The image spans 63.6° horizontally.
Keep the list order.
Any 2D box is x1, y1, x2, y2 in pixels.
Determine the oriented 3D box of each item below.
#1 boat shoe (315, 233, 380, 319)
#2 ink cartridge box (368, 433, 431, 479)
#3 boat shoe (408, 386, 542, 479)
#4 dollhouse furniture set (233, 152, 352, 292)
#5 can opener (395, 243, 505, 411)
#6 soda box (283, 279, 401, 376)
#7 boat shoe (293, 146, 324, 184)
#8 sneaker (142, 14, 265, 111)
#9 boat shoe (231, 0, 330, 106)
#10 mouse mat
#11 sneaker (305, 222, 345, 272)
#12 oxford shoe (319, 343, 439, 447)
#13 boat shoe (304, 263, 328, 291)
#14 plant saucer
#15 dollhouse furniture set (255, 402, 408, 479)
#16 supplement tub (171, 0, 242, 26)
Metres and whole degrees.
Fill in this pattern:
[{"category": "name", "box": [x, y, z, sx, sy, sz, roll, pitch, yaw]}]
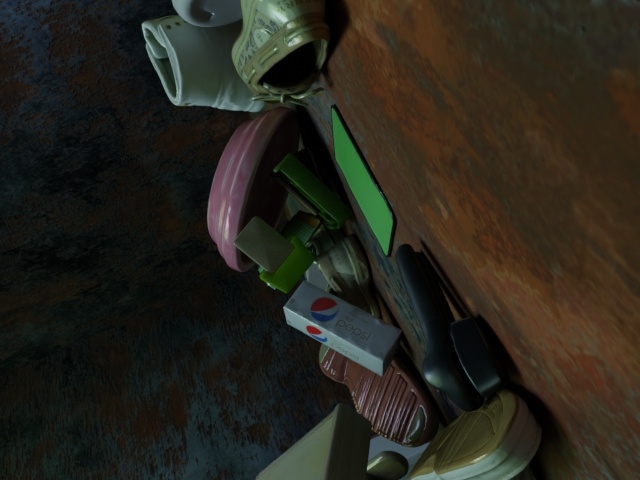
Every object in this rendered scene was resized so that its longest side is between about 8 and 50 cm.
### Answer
[{"category": "boat shoe", "box": [0.054, 0.107, 1.062, 0.302, 0.098, 0.109, 73, 172, -53]}, {"category": "ink cartridge box", "box": [0.196, 0.587, 1.204, 0.114, 0.196, 0.273, -124, 12, -72]}, {"category": "boat shoe", "box": [0.168, 0.226, 0.515, 0.096, 0.098, 0.277, 37, 157, 17]}, {"category": "dollhouse furniture set", "box": [-0.085, -0.028, 1.004, 0.151, 0.198, 0.301, 40, 174, -9]}, {"category": "can opener", "box": [0.119, 0.080, 0.514, 0.059, 0.073, 0.186, 46, -161, -43]}, {"category": "soda box", "box": [0.039, 0.161, 0.963, 0.216, 0.074, 0.069, 25, 148, 23]}, {"category": "boat shoe", "box": [-0.017, -0.128, 1.087, 0.133, 0.041, 0.049, 66, 171, -8]}, {"category": "sneaker", "box": [-0.179, -0.341, 0.764, 0.108, 0.169, 0.293, -11, 87, 56]}, {"category": "boat shoe", "box": [-0.044, -0.211, 0.605, 0.285, 0.104, 0.090, 135, 114, -84]}, {"category": "mouse mat", "box": [0.057, -0.078, 0.717, 0.153, 0.007, 0.190, 79, 165, -69]}, {"category": "sneaker", "box": [0.000, 0.000, 1.189, 0.258, 0.091, 0.094, -127, 14, -70]}, {"category": "oxford shoe", "box": [0.138, 0.288, 1.060, 0.146, 0.141, 0.397, 22, -174, -26]}, {"category": "boat shoe", "box": [0.029, 0.108, 1.344, 0.158, 0.127, 0.341, 62, -172, -48]}, {"category": "plant saucer", "box": [-0.133, -0.106, 1.023, 0.332, 0.084, 0.333, 18, -90, -84]}, {"category": "dollhouse furniture set", "box": [0.099, 0.491, 0.835, 0.394, 0.256, 0.362, 37, -151, -9]}, {"category": "supplement tub", "box": [-0.154, -0.400, 0.662, 0.144, 0.144, 0.200, 146, 100, -85]}]
